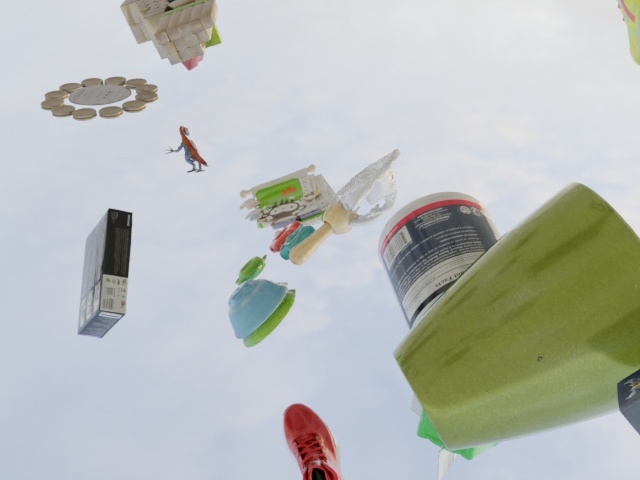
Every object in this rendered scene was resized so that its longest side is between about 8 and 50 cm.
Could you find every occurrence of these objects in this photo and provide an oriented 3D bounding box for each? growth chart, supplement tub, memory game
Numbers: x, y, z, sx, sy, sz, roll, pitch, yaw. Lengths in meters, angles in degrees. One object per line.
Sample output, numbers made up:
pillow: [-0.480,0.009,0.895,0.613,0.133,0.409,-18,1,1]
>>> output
growth chart: [-0.048,-0.067,1.539,0.172,0.021,0.237,-24,-151,-9]
supplement tub: [0.209,0.076,1.343,0.191,0.191,0.272,-10,-132,-10]
memory game: [-0.346,-0.225,1.400,0.186,0.012,0.186,-1,-151,0]

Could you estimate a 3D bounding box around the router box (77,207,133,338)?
router box: [-0.352,0.055,1.449,0.046,0.133,0.179,12,-117,-27]

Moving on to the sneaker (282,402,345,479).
sneaker: [-0.005,0.345,1.433,0.087,0.128,0.221,-25,-119,-9]

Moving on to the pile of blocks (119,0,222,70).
pile of blocks: [-0.261,-0.399,1.667,0.149,0.112,0.362,-30,-146,-11]

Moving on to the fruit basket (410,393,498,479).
fruit basket: [0.294,0.215,1.619,0.165,0.327,0.353,18,-149,18]

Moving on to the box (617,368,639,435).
box: [0.421,0.185,0.823,0.232,0.183,0.059,49,-156,-4]

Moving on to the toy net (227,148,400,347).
toy net: [0.000,0.000,0.822,0.045,0.232,0.122,45,-157,-11]

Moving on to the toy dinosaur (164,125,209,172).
toy dinosaur: [-0.207,-0.151,1.443,0.090,0.082,0.047,-13,178,41]

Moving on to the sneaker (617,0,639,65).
sneaker: [0.365,-0.303,1.024,0.081,0.208,0.094,-22,-157,-29]

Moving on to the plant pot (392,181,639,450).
plant pot: [0.246,0.122,1.067,0.293,0.275,0.275,-31,-139,1]
